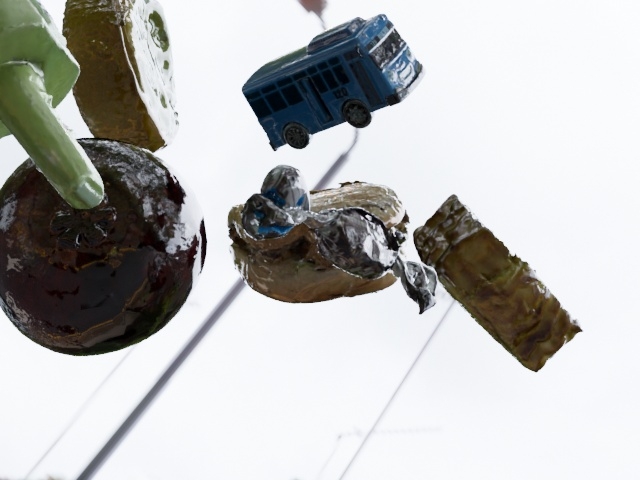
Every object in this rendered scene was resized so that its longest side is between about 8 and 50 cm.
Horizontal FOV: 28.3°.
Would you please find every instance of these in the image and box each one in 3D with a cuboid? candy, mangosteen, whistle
[{"bbox_3d":[-0.277,-0.243,1.797,0.118,0.260,0.260,-14,-59,11],"label":"candy"},{"bbox_3d":[-0.238,0.018,1.368,0.235,0.235,0.261,32,-18,7],"label":"mangosteen"},{"bbox_3d":[-0.183,-0.103,0.674,0.227,0.085,0.105,53,-3,20],"label":"whistle"},{"bbox_3d":[0.023,0.005,1.161,0.226,0.094,0.051,24,-38,-33],"label":"candy"}]

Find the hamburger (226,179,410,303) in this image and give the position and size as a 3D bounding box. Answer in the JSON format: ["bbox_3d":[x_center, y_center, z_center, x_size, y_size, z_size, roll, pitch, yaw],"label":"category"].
[{"bbox_3d":[0.000,0.000,1.714,0.243,0.286,0.146,5,-73,27],"label":"hamburger"}]

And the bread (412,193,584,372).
[{"bbox_3d":[0.214,0.056,1.540,0.222,0.096,0.181,44,7,-31],"label":"bread"}]

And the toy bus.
[{"bbox_3d":[0.013,-0.176,1.405,0.184,0.090,0.106,-18,-70,36],"label":"toy bus"}]
